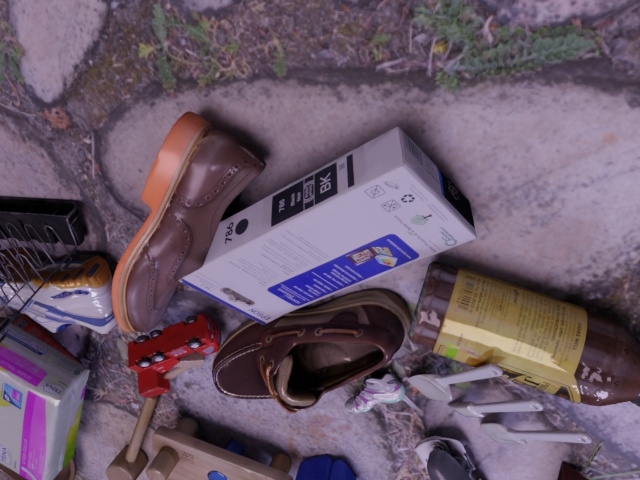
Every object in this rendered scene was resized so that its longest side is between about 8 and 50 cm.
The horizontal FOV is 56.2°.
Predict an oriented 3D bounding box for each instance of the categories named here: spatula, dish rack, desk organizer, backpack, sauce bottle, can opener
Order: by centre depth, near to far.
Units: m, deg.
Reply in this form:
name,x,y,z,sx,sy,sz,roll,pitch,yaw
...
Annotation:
name,x,y,z,sx,sy,sz,roll,pitch,yaw
sauce bottle,0.278,0.126,0.701,0.344,0.111,0.112,19,123,12
spatula,0.211,0.211,0.756,0.168,0.019,0.242,38,160,2
desk organizer,0.354,0.381,0.851,0.047,0.050,0.130,9,120,16
dish rack,-0.487,0.046,0.864,0.208,0.272,0.074,3,131,20
can opener,0.222,0.410,0.891,0.075,0.095,0.284,-19,109,29
backpack,0.020,0.428,0.978,0.101,0.098,0.120,-20,108,25

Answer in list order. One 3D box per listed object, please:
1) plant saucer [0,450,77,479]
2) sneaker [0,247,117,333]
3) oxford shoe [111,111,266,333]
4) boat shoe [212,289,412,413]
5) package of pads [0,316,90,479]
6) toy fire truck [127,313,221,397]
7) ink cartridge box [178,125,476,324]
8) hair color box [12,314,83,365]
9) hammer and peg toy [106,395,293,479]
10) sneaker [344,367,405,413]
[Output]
name,x,y,z,sx,sy,sz,roll,pitch,yaw
plant saucer,-0.620,0.413,1.250,0.277,0.041,0.278,10,121,16
sneaker,-0.461,0.094,0.970,0.296,0.112,0.131,5,124,22
oxford shoe,-0.184,0.013,0.811,0.132,0.130,0.364,26,126,-4
boat shoe,-0.036,0.172,0.840,0.341,0.123,0.123,-20,109,29
package of pads,-0.545,0.286,1.062,0.229,0.101,0.297,28,126,4
toy fire truck,-0.230,0.185,0.948,0.192,0.047,0.135,-22,148,11
ink cartridge box,0.000,0.000,0.724,0.332,0.065,0.165,-25,139,28
hair color box,-0.510,0.209,1.092,0.141,0.043,0.072,44,125,-5
hammer and peg toy,-0.230,0.438,1.060,0.361,0.127,0.266,17,122,11
sneaker,0.068,0.210,0.877,0.098,0.038,0.069,-25,105,20
